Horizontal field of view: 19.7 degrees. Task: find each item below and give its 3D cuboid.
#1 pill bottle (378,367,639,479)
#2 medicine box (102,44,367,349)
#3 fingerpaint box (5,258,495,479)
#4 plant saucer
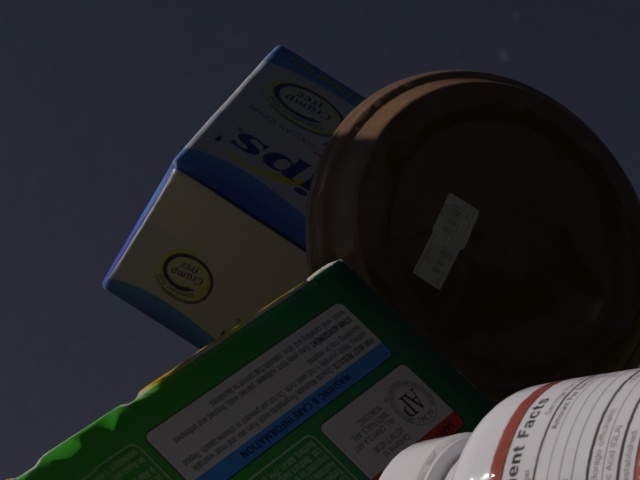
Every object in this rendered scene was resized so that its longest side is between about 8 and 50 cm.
[{"bbox_3d":[0.124,0.104,0.644,0.216,0.121,0.121,-14,-23,42],"label":"pill bottle"},{"bbox_3d":[0.000,0.000,1.580,0.263,0.289,0.149,32,-60,0],"label":"medicine box"},{"bbox_3d":[-0.135,0.258,0.972,0.445,0.163,0.371,-32,-19,-48],"label":"fingerpaint box"},{"bbox_3d":[0.123,0.006,1.281,0.278,0.278,0.041,3,-18,-23],"label":"plant saucer"}]
